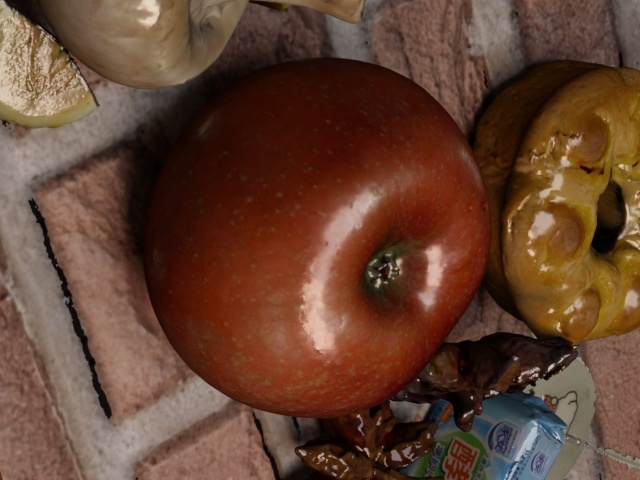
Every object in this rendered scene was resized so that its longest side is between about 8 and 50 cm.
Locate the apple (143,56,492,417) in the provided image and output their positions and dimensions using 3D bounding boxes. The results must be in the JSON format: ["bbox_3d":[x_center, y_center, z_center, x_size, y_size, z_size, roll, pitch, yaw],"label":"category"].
[{"bbox_3d":[0.000,0.000,1.750,0.348,0.277,0.349,-14,114,-36],"label":"apple"}]

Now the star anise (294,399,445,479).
[{"bbox_3d":[0.037,0.242,1.989,0.212,0.111,0.196,-43,121,-11],"label":"star anise"}]

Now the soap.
[{"bbox_3d":[0.154,0.288,2.061,0.077,0.156,0.293,34,82,-43],"label":"soap"}]

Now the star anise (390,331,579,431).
[{"bbox_3d":[0.147,0.152,1.944,0.272,0.272,0.103,-3,86,-39],"label":"star anise"}]

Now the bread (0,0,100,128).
[{"bbox_3d":[-0.264,-0.149,1.610,0.157,0.083,0.094,33,87,-39],"label":"bread"}]

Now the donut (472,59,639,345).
[{"bbox_3d":[0.290,-0.041,2.058,0.299,0.150,0.317,9,99,-41],"label":"donut"}]

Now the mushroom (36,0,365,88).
[{"bbox_3d":[-0.094,-0.261,1.550,0.297,0.290,0.298,18,90,-78],"label":"mushroom"}]

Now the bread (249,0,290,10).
[{"bbox_3d":[-0.052,-0.333,1.717,0.049,0.088,0.226,-16,116,-33],"label":"bread"}]

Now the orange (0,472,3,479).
[{"bbox_3d":[-0.442,0.259,1.451,0.423,0.326,0.424,-8,115,-17],"label":"orange"}]

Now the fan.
[{"bbox_3d":[0.316,0.246,2.274,0.329,0.009,0.191,26,88,-41],"label":"fan"}]
